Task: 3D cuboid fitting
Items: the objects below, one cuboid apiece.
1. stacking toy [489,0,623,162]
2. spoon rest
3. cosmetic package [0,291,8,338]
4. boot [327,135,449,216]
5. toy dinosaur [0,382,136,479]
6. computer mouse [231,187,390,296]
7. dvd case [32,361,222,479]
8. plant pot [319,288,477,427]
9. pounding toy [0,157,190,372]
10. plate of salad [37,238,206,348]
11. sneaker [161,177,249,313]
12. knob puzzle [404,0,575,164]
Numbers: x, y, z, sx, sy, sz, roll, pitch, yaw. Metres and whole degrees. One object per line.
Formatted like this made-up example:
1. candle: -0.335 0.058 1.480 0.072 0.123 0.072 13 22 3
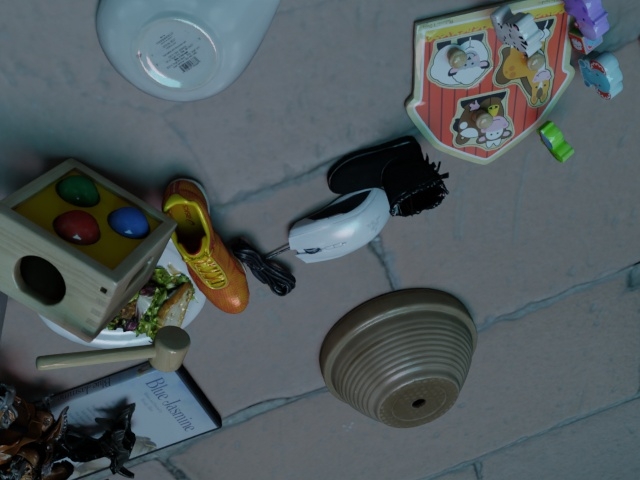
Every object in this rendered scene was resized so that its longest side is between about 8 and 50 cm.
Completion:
1. stacking toy: 0.279 -0.197 0.682 0.167 0.052 0.221 -39 132 1
2. spoon rest: -0.069 -0.210 0.583 0.277 0.084 0.137 -22 134 22
3. cosmetic package: -0.445 0.099 0.700 0.238 0.127 0.107 -29 132 12
4. boot: 0.073 -0.061 0.732 0.121 0.099 0.045 -22 132 3
5. toy dinosaur: -0.364 0.290 0.884 0.219 0.164 0.322 3 150 -1
6. computer mouse: 0.000 0.000 0.804 0.193 0.042 0.106 -28 132 9
7. dvd case: -0.288 0.259 0.962 0.253 0.022 0.180 -20 133 1
8. plant pot: 0.124 0.190 0.969 0.238 0.109 0.237 -9 133 -10
9. pounding toy: -0.200 0.034 0.623 0.206 0.181 0.094 32 120 -2
10. plate of salad: -0.231 0.068 0.790 0.200 0.048 0.199 -9 133 -9
11. sneaker: -0.130 0.018 0.741 0.064 0.067 0.175 -19 120 10
12. knob puzzle: 0.187 -0.157 0.729 0.213 0.030 0.213 -9 133 -10
